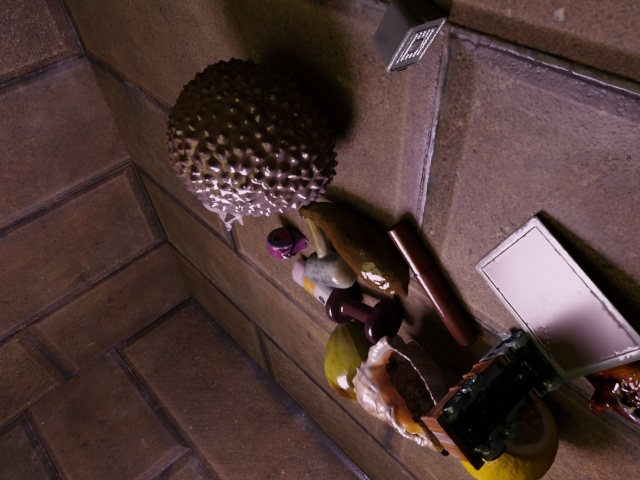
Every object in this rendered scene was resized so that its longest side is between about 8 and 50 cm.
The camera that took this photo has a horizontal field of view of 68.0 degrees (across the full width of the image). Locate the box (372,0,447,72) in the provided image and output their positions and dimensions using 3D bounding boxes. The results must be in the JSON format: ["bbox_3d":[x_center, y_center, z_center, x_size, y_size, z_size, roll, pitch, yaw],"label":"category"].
[{"bbox_3d":[0.145,-0.352,0.801,0.069,0.084,0.122,59,154,11],"label":"box"}]

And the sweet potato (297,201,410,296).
[{"bbox_3d":[0.085,-0.004,1.272,0.423,0.131,0.130,41,151,30],"label":"sweet potato"}]

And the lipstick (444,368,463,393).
[{"bbox_3d":[0.445,0.464,1.317,0.255,0.070,0.070,36,149,31],"label":"lipstick"}]

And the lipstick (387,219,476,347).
[{"bbox_3d":[0.278,0.111,1.173,0.356,0.057,0.057,56,154,-8],"label":"lipstick"}]

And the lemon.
[{"bbox_3d":[0.434,0.476,1.153,0.241,0.241,0.219,37,142,30],"label":"lemon"}]

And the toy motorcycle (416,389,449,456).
[{"bbox_3d":[0.407,0.553,1.403,0.188,0.143,0.327,25,-171,-32],"label":"toy motorcycle"}]

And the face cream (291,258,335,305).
[{"bbox_3d":[0.006,0.170,1.672,0.269,0.073,0.107,36,141,33],"label":"face cream"}]

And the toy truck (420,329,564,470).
[{"bbox_3d":[0.369,0.330,1.025,0.136,0.305,0.162,50,161,8],"label":"toy truck"}]

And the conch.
[{"bbox_3d":[0.251,0.398,1.313,0.353,0.210,0.296,27,131,41],"label":"conch"}]

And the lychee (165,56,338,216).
[{"bbox_3d":[-0.160,-0.234,1.140,0.433,0.380,0.380,16,139,23],"label":"lychee"}]

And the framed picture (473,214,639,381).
[{"bbox_3d":[0.445,0.117,0.909,0.296,0.019,0.232,56,155,15],"label":"framed picture"}]

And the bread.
[{"bbox_3d":[0.582,0.278,0.859,0.269,0.095,0.139,173,75,-77],"label":"bread"}]

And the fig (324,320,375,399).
[{"bbox_3d":[0.127,0.395,1.601,0.239,0.240,0.270,108,150,-59],"label":"fig"}]

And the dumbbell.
[{"bbox_3d":[0.131,0.221,1.456,0.124,0.140,0.226,36,170,-40],"label":"dumbbell"}]

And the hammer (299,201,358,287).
[{"bbox_3d":[0.000,0.000,1.462,0.202,0.113,0.305,1,115,55],"label":"hammer"}]

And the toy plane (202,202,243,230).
[{"bbox_3d":[-0.386,-0.146,1.876,0.252,0.118,0.252,41,150,29],"label":"toy plane"}]

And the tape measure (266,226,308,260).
[{"bbox_3d":[-0.122,0.012,1.638,0.125,0.118,0.074,38,148,36],"label":"tape measure"}]
